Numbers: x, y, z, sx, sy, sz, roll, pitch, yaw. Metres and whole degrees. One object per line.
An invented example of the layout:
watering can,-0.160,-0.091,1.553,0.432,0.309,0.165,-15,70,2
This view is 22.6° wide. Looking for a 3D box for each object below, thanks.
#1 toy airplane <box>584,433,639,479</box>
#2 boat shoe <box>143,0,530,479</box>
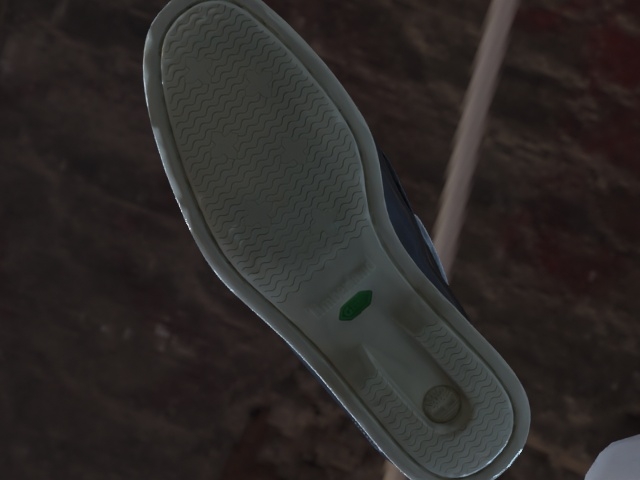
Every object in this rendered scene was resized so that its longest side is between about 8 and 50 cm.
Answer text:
toy airplane,0.073,0.131,0.149,0.272,0.384,0.386,10,168,41
boat shoe,0.000,0.000,0.668,0.233,0.084,0.079,57,180,-11
